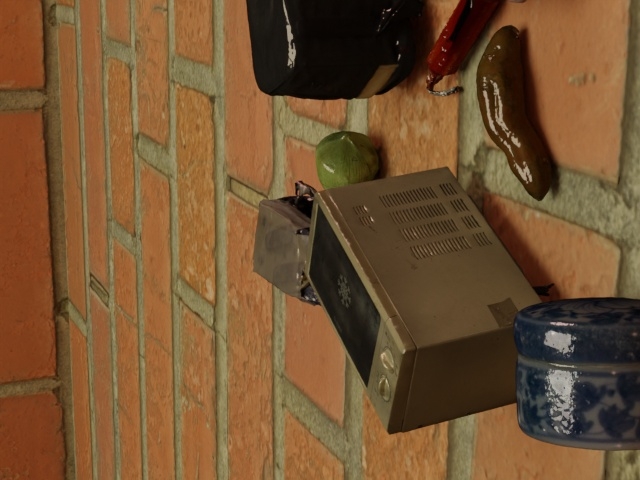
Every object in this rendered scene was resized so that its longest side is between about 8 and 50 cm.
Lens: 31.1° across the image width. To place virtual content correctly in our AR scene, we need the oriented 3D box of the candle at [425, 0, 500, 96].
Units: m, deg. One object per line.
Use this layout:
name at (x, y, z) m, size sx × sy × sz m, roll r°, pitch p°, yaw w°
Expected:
candle at (0.152, -0.215, 1.246) m, size 0.162 × 0.048 × 0.053 m, roll 118°, pitch 174°, yaw -52°

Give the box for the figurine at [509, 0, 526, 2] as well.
figurine at (0.109, -0.331, 1.129) m, size 0.288 × 0.186 × 0.176 m, roll 14°, pitch 105°, yaw 29°

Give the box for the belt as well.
belt at (0.000, 0.000, 1.508) m, size 0.230 × 0.140 × 0.126 m, roll -145°, pitch 52°, yaw -63°

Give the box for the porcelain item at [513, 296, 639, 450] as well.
porcelain item at (0.239, 0.107, 0.975) m, size 0.147 × 0.147 × 0.114 m, roll -175°, pitch 82°, yaw -66°

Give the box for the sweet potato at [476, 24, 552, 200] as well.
sweet potato at (0.190, -0.123, 1.155) m, size 0.053 × 0.054 × 0.182 m, roll 132°, pitch 127°, yaw -71°

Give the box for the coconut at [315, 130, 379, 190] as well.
coconut at (0.034, -0.101, 1.480) m, size 0.096 × 0.088 × 0.087 m, roll 92°, pitch 159°, yaw -49°

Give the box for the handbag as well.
handbag at (0.011, -0.291, 1.367) m, size 0.181 × 0.181 × 0.254 m, roll 154°, pitch 111°, yaw -66°

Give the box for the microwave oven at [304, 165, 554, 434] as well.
microwave oven at (0.111, 0.057, 1.211) m, size 0.240 × 0.194 × 0.145 m, roll -119°, pitch 28°, yaw -42°
